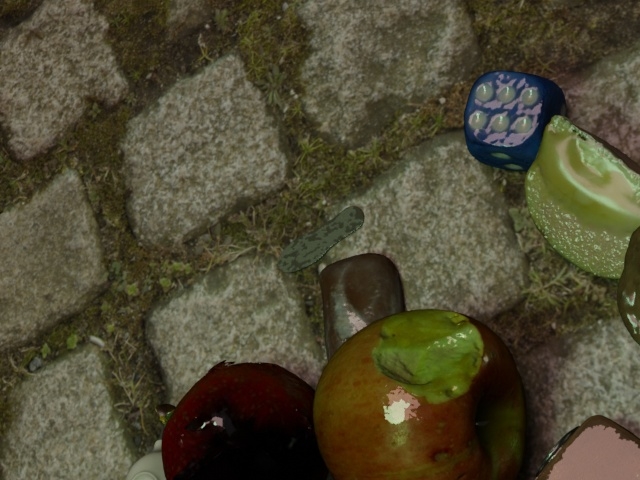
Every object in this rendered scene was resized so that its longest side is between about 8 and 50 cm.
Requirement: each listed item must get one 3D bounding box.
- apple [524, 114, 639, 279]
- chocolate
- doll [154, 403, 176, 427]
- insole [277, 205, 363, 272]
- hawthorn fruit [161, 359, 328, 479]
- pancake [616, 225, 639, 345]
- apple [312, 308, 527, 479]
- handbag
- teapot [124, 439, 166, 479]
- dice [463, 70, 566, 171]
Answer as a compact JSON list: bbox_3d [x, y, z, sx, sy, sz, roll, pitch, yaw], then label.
[{"bbox_3d":[0.445,-0.057,1.847,0.265,0.120,0.193,42,119,22],"label":"apple"},{"bbox_3d":[0.066,0.137,2.011,0.161,0.083,0.261,-20,63,20],"label":"chocolate"},{"bbox_3d":[-0.247,0.327,2.104,0.077,0.113,0.078,-35,59,-2],"label":"doll"},{"bbox_3d":[0.000,0.000,2.142,0.193,0.006,0.065,-35,59,14],"label":"insole"},{"bbox_3d":[-0.126,0.345,1.915,0.316,0.316,0.316,-10,68,26],"label":"hawthorn fruit"},{"bbox_3d":[0.559,0.090,1.691,0.294,0.049,0.294,24,124,41],"label":"pancake"},{"bbox_3d":[0.149,0.273,1.772,0.339,0.339,0.339,-10,68,26],"label":"apple"},{"bbox_3d":[0.415,0.365,1.744,0.193,0.072,0.151,-50,57,7],"label":"handbag"},{"bbox_3d":[-0.296,0.470,2.095,0.145,0.092,0.226,-20,67,23],"label":"teapot"},{"bbox_3d":[0.330,-0.200,1.949,0.143,0.146,0.146,8,81,28],"label":"dice"}]
